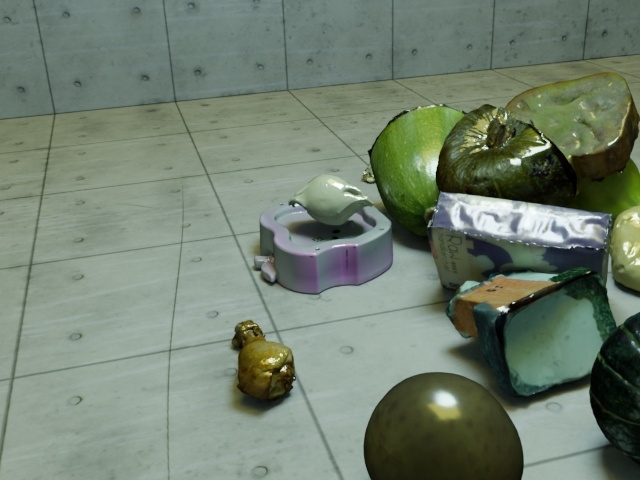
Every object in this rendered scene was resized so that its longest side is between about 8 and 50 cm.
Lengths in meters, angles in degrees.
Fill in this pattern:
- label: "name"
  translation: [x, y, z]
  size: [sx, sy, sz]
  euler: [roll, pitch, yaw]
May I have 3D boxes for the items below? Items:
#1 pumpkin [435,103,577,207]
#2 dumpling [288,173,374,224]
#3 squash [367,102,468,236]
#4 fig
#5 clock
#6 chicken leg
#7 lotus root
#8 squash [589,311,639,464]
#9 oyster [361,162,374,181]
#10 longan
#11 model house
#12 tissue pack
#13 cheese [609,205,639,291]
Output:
- label: "pumpkin"
  translation: [0.364, -0.151, 1.618]
  size: [0.232, 0.242, 0.325]
  euler: [-35, 36, -7]
- label: "dumpling"
  translation: [0.031, -0.087, 1.734]
  size: [0.181, 0.111, 0.155]
  euler: [29, 3, 12]
- label: "squash"
  translation: [0.291, -0.128, 1.888]
  size: [0.310, 0.310, 0.309]
  euler: [-4, 48, -3]
- label: "fig"
  translation: [0.702, -0.129, 1.857]
  size: [0.314, 0.233, 0.233]
  euler: [14, 29, 37]
- label: "clock"
  translation: [0.000, 0.000, 1.778]
  size: [0.338, 0.102, 0.338]
  euler: [-2, 24, 1]
- label: "chicken leg"
  translation: [-0.113, 0.205, 1.367]
  size: [0.107, 0.087, 0.251]
  euler: [1, 16, -19]
- label: "lotus root"
  translation: [0.567, -0.250, 1.816]
  size: [0.390, 0.111, 0.375]
  euler: [-40, 34, 8]
- label: "squash"
  translation: [0.518, 0.211, 1.090]
  size: [0.252, 0.252, 0.165]
  euler: [-3, 29, -1]
- label: "oyster"
  translation: [0.199, -0.216, 2.292]
  size: [0.166, 0.053, 0.108]
  euler: [-2, 50, -18]
- label: "longan"
  translation: [0.170, 0.281, 1.044]
  size: [0.220, 0.196, 0.196]
  euler: [9, 27, 17]
- label: "model house"
  translation: [0.351, 0.143, 1.391]
  size: [0.253, 0.184, 0.291]
  euler: [-20, 16, -22]
- label: "tissue pack"
  translation: [0.396, 0.026, 1.515]
  size: [0.344, 0.242, 0.125]
  euler: [8, 59, 23]
- label: "cheese"
  translation: [0.733, 0.022, 1.619]
  size: [0.214, 0.117, 0.226]
  euler: [5, 51, 22]
